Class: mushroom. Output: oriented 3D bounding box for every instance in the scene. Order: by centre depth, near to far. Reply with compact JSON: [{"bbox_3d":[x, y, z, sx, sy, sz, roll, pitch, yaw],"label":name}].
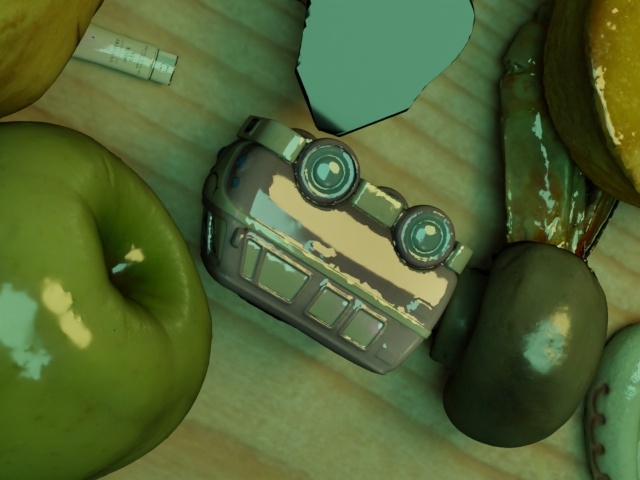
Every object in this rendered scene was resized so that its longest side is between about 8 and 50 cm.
[{"bbox_3d":[0.164,0.098,0.862,0.141,0.117,0.188,16,117,3],"label":"mushroom"}]

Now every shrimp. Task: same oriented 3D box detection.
[{"bbox_3d":[0.220,-0.061,0.905,0.153,0.062,0.295,4,98,-19],"label":"shrimp"}]

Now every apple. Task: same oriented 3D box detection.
[{"bbox_3d":[-0.213,0.060,0.724,0.279,0.279,0.279,-2,101,-12],"label":"apple"}]

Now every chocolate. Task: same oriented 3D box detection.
[{"bbox_3d":[0.033,-0.160,0.794,0.125,0.080,0.149,42,101,-8],"label":"chocolate"}]

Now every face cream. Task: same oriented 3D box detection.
[{"bbox_3d":[-0.171,-0.153,0.818,0.115,0.020,0.038,17,96,-12],"label":"face cream"}]

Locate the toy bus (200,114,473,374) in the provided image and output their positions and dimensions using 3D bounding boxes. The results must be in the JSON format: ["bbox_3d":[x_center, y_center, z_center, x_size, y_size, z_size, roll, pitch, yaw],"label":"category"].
[{"bbox_3d":[0.000,0.000,0.822,0.202,0.142,0.142,33,91,-17],"label":"toy bus"}]

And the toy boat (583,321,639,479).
[{"bbox_3d":[0.319,0.176,0.962,0.134,0.079,0.208,-7,103,-9],"label":"toy boat"}]

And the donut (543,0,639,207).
[{"bbox_3d":[0.309,-0.160,0.855,0.302,0.110,0.303,-1,93,-25],"label":"donut"}]

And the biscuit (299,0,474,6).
[{"bbox_3d":[0.006,-0.273,0.824,0.299,0.045,0.154,37,92,-16],"label":"biscuit"}]

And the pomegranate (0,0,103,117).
[{"bbox_3d":[-0.271,-0.226,0.633,0.332,0.332,0.333,-2,101,-12],"label":"pomegranate"}]
